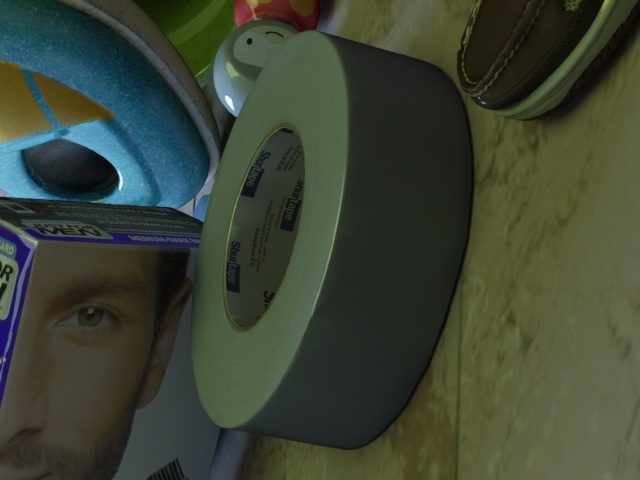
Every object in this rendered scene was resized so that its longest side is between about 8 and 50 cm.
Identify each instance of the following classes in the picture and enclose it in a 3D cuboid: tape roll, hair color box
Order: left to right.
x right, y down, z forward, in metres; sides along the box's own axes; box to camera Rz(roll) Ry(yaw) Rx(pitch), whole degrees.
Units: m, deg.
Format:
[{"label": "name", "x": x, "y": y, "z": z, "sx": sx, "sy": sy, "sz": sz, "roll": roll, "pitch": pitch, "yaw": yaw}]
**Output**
[{"label": "hair color box", "x": -0.168, "y": 0.148, "z": 1.085, "sx": 0.110, "sy": 0.185, "sz": 0.339, "roll": 21, "pitch": 103, "yaw": 42}, {"label": "tape roll", "x": 0.000, "y": 0.000, "z": 0.948, "sx": 0.219, "sy": 0.072, "sz": 0.219, "roll": -168, "pitch": 90, "yaw": -69}]

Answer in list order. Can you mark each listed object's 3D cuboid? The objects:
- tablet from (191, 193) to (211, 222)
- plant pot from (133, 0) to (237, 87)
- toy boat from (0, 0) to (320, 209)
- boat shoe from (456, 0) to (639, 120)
[{"label": "tablet", "x": -0.069, "y": -0.010, "z": 1.185, "sx": 0.083, "sy": 0.006, "sz": 0.054, "roll": -5, "pitch": 55, "yaw": 56}, {"label": "plant pot", "x": -0.167, "y": -0.279, "z": 1.339, "sx": 0.254, "sy": 0.276, "sz": 0.276, "roll": -83, "pitch": 18, "yaw": -49}, {"label": "toy boat", "x": -0.135, "y": -0.107, "z": 1.181, "sx": 0.318, "sy": 0.267, "sz": 0.148, "roll": -18, "pitch": 48, "yaw": 30}, {"label": "boat shoe", "x": 0.106, "y": -0.167, "z": 0.739, "sx": 0.095, "sy": 0.095, "sz": 0.257, "roll": -104, "pitch": 33, "yaw": -50}]
